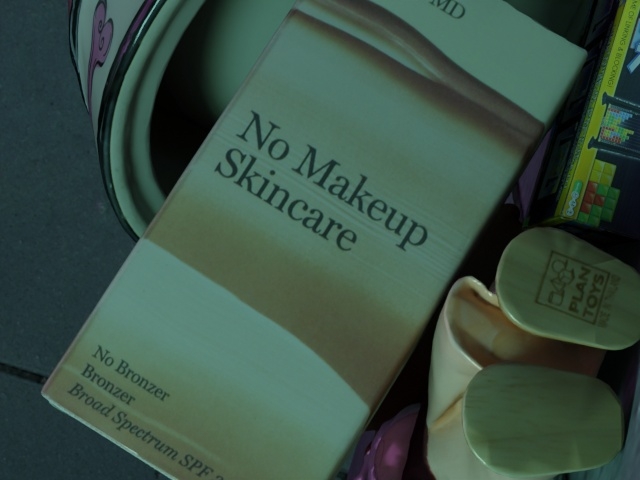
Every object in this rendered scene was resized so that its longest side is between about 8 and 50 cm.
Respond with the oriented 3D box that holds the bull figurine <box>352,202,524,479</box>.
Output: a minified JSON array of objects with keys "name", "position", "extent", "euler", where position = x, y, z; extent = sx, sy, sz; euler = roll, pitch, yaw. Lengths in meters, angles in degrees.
[{"name":"bull figurine","position":[0.057,0.082,1.060],"extent":[0.310,0.101,0.188],"euler":[-32,-32,-43]}]

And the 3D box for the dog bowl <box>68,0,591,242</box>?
[{"name":"dog bowl","position":[0.013,-0.163,0.985],"extent":[0.150,0.408,0.408],"euler":[55,147,32]}]

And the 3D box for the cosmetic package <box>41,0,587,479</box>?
[{"name":"cosmetic package","position":[0.000,0.000,0.780],"extent":[0.296,0.153,0.129],"euler":[-59,-5,-9]}]

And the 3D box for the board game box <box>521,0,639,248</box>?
[{"name":"board game box","position":[0.167,-0.083,0.808],"extent":[0.141,0.048,0.170],"euler":[135,152,-88]}]

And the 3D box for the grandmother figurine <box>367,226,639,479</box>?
[{"name":"grandmother figurine","position":[0.086,0.101,0.820],"extent":[0.208,0.104,0.342],"euler":[-63,-2,-23]}]
